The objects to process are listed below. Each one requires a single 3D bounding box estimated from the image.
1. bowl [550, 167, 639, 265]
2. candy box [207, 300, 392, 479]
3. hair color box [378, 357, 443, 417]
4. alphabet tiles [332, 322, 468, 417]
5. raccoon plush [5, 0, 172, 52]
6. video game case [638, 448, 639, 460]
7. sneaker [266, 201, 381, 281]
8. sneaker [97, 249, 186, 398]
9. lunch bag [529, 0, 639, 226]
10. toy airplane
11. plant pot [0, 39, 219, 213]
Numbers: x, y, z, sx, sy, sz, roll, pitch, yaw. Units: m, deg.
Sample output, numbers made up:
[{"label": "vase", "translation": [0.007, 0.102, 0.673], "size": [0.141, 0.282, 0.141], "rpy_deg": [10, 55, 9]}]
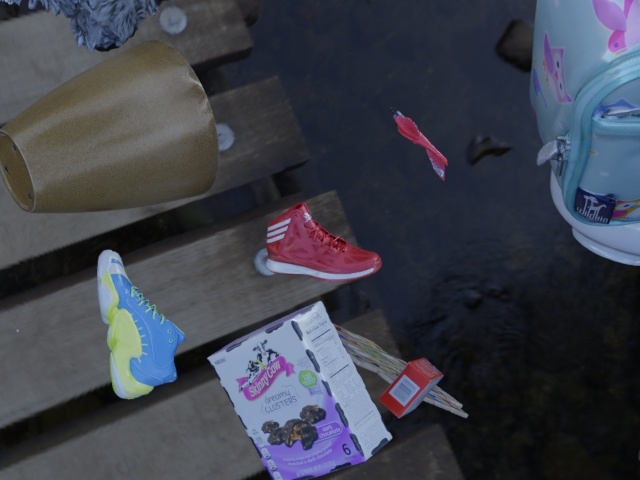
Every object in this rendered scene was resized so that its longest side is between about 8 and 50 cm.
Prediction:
[{"label": "bowl", "translation": [0.479, -0.052, 1.538], "size": [0.297, 0.298, 0.134], "rpy_deg": [5, 118, -16]}, {"label": "candy box", "translation": [-0.029, 0.198, 1.257], "size": [0.070, 0.164, 0.196], "rpy_deg": [-28, 90, -52]}, {"label": "hair color box", "translation": [0.133, 0.212, 1.436], "size": [0.043, 0.141, 0.072], "rpy_deg": [41, 96, 14]}, {"label": "alphabet tiles", "translation": [0.118, 0.228, 1.839], "size": [0.342, 0.285, 0.011], "rpy_deg": [29, 94, -46]}, {"label": "raccoon plush", "translation": [-0.314, -0.366, 0.932], "size": [0.299, 0.446, 0.216], "rpy_deg": [19, 73, 16]}, {"label": "video game case", "translation": [0.507, 0.257, 0.990], "size": [0.248, 0.035, 0.275], "rpy_deg": [-40, 86, 23]}, {"label": "sneaker", "translation": [0.000, 0.000, 1.802], "size": [0.221, 0.087, 0.128], "rpy_deg": [1, 112, 14]}, {"label": "sneaker", "translation": [-0.285, 0.128, 1.587], "size": [0.126, 0.091, 0.240], "rpy_deg": [-9, 85, -13]}, {"label": "lunch bag", "translation": [0.253, -0.099, 0.544], "size": [0.279, 0.224, 0.108], "rpy_deg": [-12, 72, 6]}, {"label": "toy airplane", "translation": [0.164, -0.164, 1.637], "size": [0.028, 0.151, 0.151], "rpy_deg": [-41, 98, 11]}, {"label": "plant pot", "translation": [-0.312, -0.133, 1.392], "size": [0.254, 0.237, 0.237], "rpy_deg": [-25, 93, -32]}]
